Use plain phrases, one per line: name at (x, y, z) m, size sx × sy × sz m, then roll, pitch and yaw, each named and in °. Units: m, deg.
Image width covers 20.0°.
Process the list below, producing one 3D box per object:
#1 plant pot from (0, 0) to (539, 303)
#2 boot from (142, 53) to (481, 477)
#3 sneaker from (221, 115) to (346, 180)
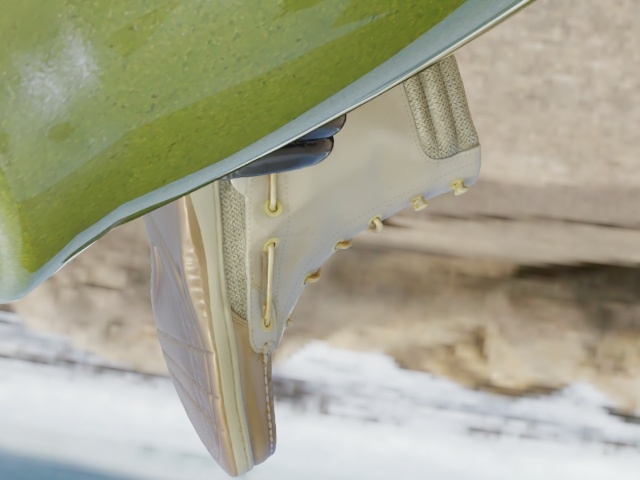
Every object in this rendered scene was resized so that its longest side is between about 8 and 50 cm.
plant pot at (-0.058, -0.177, 0.610) m, size 0.366 × 0.353 × 0.366 m, roll 39°, pitch 157°, yaw 20°
boot at (0.000, 0.000, 1.086) m, size 0.203 × 0.262 × 0.095 m, roll -17°, pitch -157°, yaw -24°
sneaker at (-0.088, -0.106, 0.856) m, size 0.295 × 0.147 × 0.104 m, roll 8°, pitch -162°, yaw -32°
